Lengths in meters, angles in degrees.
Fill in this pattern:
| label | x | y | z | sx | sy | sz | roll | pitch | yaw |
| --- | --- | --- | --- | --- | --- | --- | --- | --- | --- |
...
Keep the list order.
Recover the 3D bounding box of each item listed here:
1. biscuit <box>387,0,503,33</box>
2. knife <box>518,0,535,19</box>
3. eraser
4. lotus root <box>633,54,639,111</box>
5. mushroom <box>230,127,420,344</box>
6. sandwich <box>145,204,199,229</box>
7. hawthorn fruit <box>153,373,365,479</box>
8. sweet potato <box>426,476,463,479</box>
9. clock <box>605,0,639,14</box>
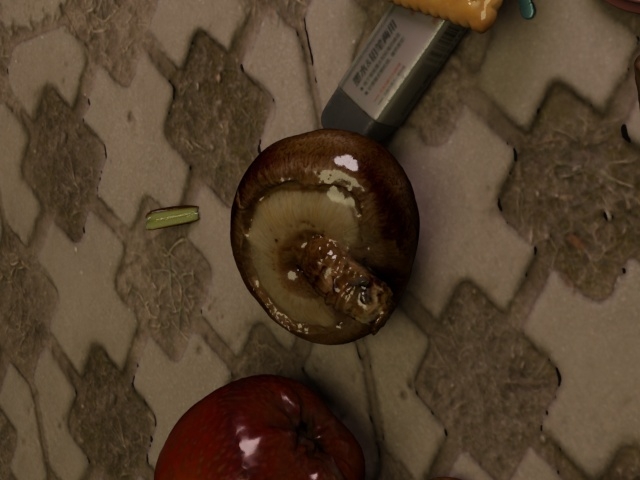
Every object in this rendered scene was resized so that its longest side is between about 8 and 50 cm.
| label | x | y | z | sx | sy | sz | roll | pitch | yaw |
| --- | --- | --- | --- | --- | --- | --- | --- | --- | --- |
| biscuit | 0.129 | -0.353 | 1.078 | 0.249 | 0.030 | 0.160 | 32 | 106 | 36 |
| knife | 0.241 | -0.314 | 1.099 | 0.027 | 0.010 | 0.096 | -17 | 88 | 36 |
| eraser | 0.123 | -0.263 | 1.137 | 0.089 | 0.061 | 0.352 | 48 | 116 | 27 |
| lotus root | 0.461 | -0.095 | 0.839 | 0.316 | 0.316 | 0.250 | 0 | 110 | 30 |
| mushroom | 0.013 | -0.001 | 1.157 | 0.278 | 0.163 | 0.297 | 42 | 133 | 26 |
| sandwich | -0.228 | -0.036 | 1.383 | 0.044 | 0.083 | 0.031 | -162 | 65 | -73 |
| hawthorn fruit | -0.092 | 0.316 | 1.202 | 0.299 | 0.275 | 0.275 | -19 | 85 | 31 |
| sweet potato | 0.213 | 0.353 | 1.150 | 0.202 | 0.058 | 0.055 | 20 | 125 | 26 |
| clock | 0.382 | -0.368 | 0.986 | 0.244 | 0.056 | 0.245 | 4 | 98 | 28 |
